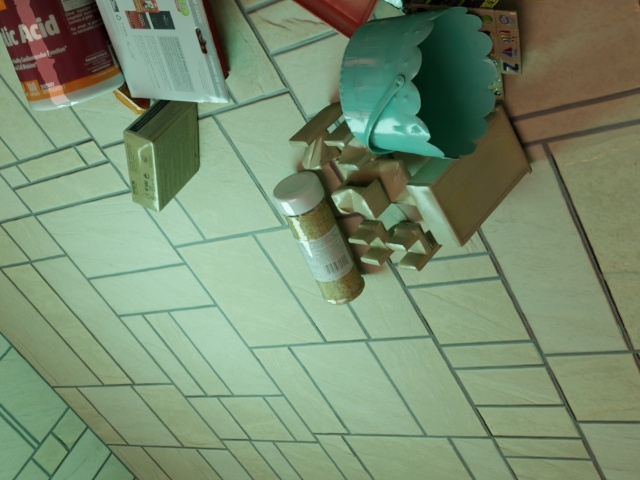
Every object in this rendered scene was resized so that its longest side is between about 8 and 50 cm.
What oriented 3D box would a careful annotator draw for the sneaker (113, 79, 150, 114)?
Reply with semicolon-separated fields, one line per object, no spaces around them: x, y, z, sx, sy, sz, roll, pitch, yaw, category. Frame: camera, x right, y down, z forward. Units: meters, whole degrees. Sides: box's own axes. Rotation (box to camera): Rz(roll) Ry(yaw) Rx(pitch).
-0.500;-0.378;1.993;0.175;0.064;0.067;49;146;-15;sneaker

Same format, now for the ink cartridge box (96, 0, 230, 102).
-0.317;-0.463;1.745;0.272;0.130;0.309;9;135;23;ink cartridge box

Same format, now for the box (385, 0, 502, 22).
0.226;-0.455;1.451;0.184;0.045;0.190;28;154;-8;box

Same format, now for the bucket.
0.176;-0.281;1.460;0.183;0.281;0.281;9;135;39;bucket

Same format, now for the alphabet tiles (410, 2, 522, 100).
0.284;-0.354;1.534;0.198;0.009;0.237;12;153;24;alphabet tiles

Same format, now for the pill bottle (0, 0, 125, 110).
-0.597;-0.502;1.764;0.224;0.224;0.392;-2;116;32;pill bottle

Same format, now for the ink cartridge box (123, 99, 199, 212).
-0.385;-0.218;1.980;0.088;0.193;0.234;21;138;14;ink cartridge box

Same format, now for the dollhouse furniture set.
0.203;-0.146;1.738;0.394;0.256;0.362;9;138;54;dollhouse furniture set

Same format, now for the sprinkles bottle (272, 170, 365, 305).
0.000;0.000;2.021;0.121;0.121;0.355;-1;130;32;sprinkles bottle

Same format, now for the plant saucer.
0.020;-0.543;1.514;0.259;0.048;0.258;35;139;4;plant saucer
